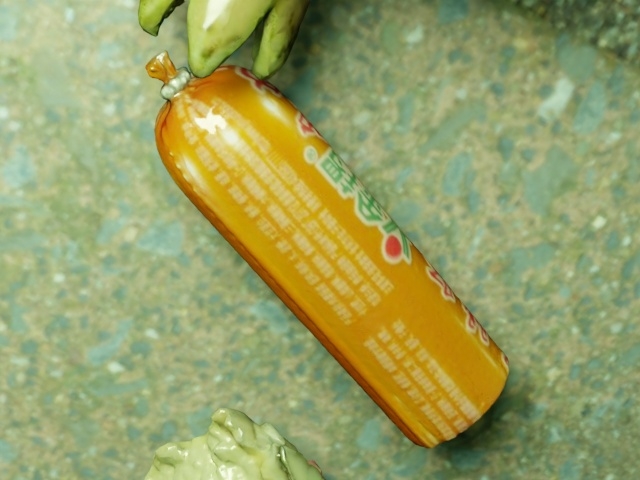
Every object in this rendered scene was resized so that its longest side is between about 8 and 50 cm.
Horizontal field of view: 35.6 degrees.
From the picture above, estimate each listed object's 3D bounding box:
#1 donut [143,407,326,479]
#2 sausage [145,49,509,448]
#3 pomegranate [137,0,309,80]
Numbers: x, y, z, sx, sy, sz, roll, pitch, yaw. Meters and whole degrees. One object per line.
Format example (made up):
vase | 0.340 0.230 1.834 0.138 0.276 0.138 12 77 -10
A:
donut | -0.087 0.312 0.633 0.150 0.371 0.307 -15 109 34
sausage | 0.000 0.000 0.641 0.093 0.093 0.312 -37 111 9
pomegranate | 0.014 -0.237 0.478 0.310 0.216 0.358 21 109 -18
